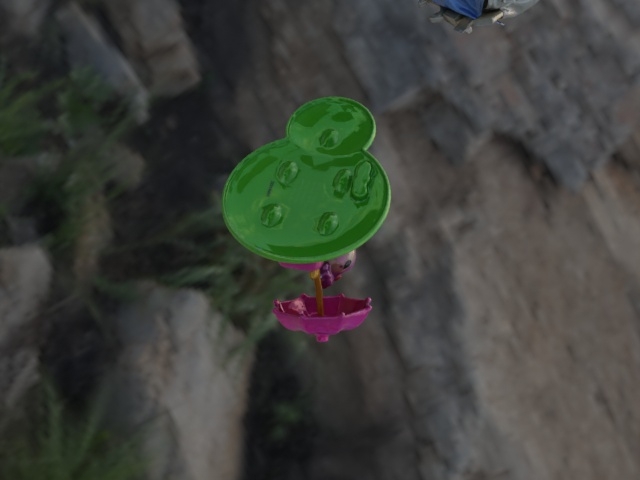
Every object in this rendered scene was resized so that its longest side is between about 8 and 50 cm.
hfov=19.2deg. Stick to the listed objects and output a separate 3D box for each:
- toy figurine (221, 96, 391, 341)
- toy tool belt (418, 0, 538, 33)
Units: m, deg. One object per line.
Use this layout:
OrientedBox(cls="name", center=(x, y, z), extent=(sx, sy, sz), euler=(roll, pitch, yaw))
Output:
OrientedBox(cls="toy figurine", center=(0.000, 0.000, 1.505), extent=(0.159, 0.130, 0.173), euler=(83, 19, -49))
OrientedBox(cls="toy tool belt", center=(0.077, -0.139, 1.030), extent=(0.051, 0.083, 0.052), euler=(-42, 131, -24))
